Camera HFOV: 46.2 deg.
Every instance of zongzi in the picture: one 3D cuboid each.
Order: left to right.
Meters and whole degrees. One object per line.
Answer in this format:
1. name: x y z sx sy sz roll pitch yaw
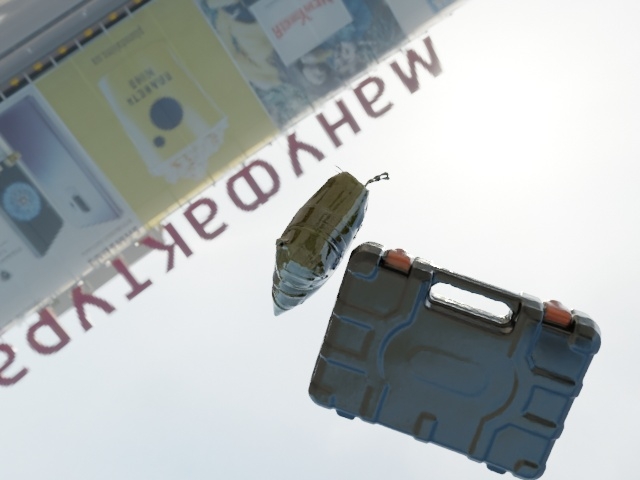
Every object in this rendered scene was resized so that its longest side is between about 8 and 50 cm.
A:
1. zongzi: 0.000 0.000 0.981 0.189 0.081 0.178 -55 174 -31

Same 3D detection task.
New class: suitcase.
1. suitcase: 0.144 0.135 0.845 0.066 0.285 0.206 -53 161 -72
